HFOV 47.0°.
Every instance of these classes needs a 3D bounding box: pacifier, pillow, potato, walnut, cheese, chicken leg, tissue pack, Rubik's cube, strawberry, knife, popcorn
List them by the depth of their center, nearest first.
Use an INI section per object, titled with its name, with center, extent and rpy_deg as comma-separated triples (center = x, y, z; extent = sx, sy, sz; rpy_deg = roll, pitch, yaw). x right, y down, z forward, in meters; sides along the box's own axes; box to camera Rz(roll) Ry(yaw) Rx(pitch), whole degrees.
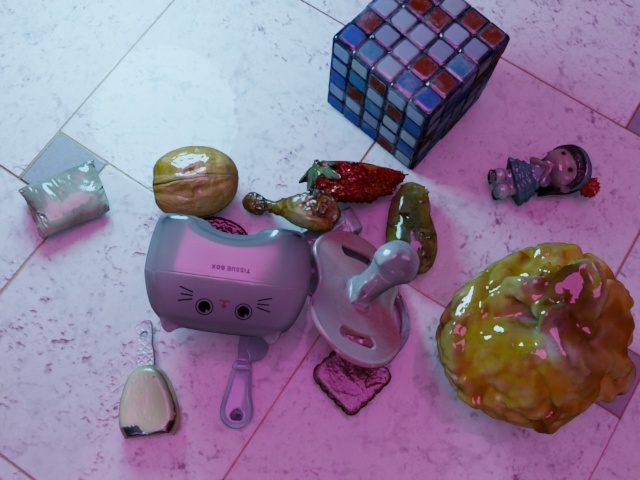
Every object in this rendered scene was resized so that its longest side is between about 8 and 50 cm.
[popcorn]
center = 0.443, 0.193, 1.510
extent = 0.390, 0.354, 0.344
rpy_deg = -30, 97, 31
[tissue pack]
center = -0.191, 0.082, 1.522
extent = 0.332, 0.229, 0.236
rpy_deg = 8, 85, -6
[pacifier]
center = 0.091, 0.106, 1.550
extent = 0.220, 0.273, 0.332
rpy_deg = 1, 49, 2
[cheese]
center = -0.371, 0.294, 1.579
extent = 0.127, 0.054, 0.252
rpy_deg = -6, 71, -4
[knife]
center = -0.155, 0.243, 1.609
extent = 0.080, 0.044, 0.332
rpy_deg = 11, 70, -6
[chicken leg]
center = -0.070, -0.071, 1.658
extent = 0.251, 0.107, 0.087
rpy_deg = 8, 60, 32
[walnut]
center = -0.283, -0.133, 1.672
extent = 0.197, 0.165, 0.165
rpy_deg = -13, 72, -6
[potato]
center = 0.209, -0.027, 1.688
extent = 0.117, 0.090, 0.226
rpy_deg = 1, 72, -2
[pillow]
center = -0.581, -0.096, 1.691
extent = 0.181, 0.078, 0.134
rpy_deg = -26, 77, -13
[Rubik's cube]
center = 0.213, -0.394, 1.709
extent = 0.293, 0.287, 0.292
rpy_deg = 43, 76, 11
[strawberry]
center = 0.080, -0.134, 1.712
extent = 0.228, 0.174, 0.098
rpy_deg = 1, 98, -36

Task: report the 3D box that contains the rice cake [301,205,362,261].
[rice cake]
center = 0.000, 0.000, 1.686
extent = 0.206, 0.063, 0.069
rpy_deg = -32, 79, -11

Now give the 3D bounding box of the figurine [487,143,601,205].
[figurine]
center = 0.523, -0.145, 1.736
extent = 0.245, 0.110, 0.138
rpy_deg = -12, 82, -3

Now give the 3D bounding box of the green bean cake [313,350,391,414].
[green bean cake]
center = 0.067, 0.293, 1.593
extent = 0.135, 0.056, 0.135
rpy_deg = -41, 79, -14

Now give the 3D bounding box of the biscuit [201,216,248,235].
[biscuit]
center = -0.246, 0.035, 1.673
extent = 0.191, 0.049, 0.192
rpy_deg = 3, 71, -9
